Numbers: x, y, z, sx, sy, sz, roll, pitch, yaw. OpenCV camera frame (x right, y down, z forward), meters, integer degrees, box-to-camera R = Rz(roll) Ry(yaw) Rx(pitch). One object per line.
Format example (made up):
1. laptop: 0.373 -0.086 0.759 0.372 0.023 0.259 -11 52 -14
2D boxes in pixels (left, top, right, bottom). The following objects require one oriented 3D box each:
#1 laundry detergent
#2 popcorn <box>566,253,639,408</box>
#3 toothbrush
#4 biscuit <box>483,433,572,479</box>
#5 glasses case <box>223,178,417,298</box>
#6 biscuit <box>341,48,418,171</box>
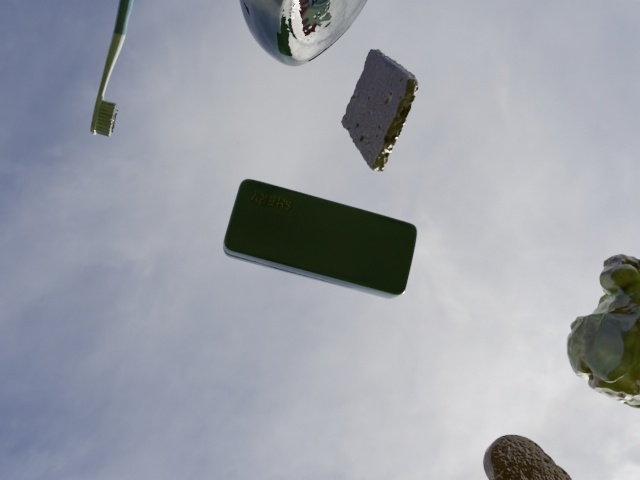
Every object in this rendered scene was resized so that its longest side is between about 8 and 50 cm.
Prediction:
1. laundry detergent: -0.002 -0.214 0.437 0.063 0.211 0.137 44 -100 10
2. popcorn: 0.545 0.150 1.083 0.225 0.276 0.276 35 -87 -37
3. toothbrush: -0.212 -0.245 0.707 0.025 0.019 0.276 16 -74 -7
4. biscuit: 0.354 0.424 1.134 0.170 0.170 0.050 15 -55 -9
5. glasses case: 0.000 0.000 0.648 0.184 0.039 0.078 15 -103 -4
6. biscuit: 0.078 -0.186 0.897 0.025 0.231 0.131 16 -67 -16
